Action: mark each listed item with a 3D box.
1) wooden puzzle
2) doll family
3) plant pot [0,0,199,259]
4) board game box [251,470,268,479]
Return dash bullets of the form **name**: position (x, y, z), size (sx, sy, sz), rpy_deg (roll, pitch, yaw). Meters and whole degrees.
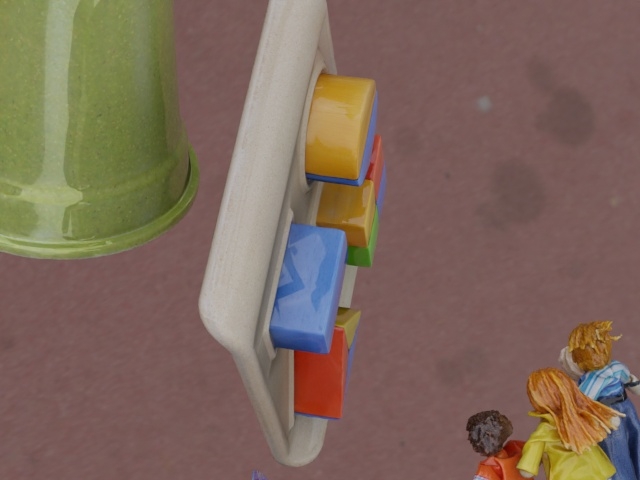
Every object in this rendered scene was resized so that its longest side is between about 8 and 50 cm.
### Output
- **wooden puzzle**: position (0.000, 0.000, 1.347), size (0.081, 0.348, 0.322), rpy_deg (6, 66, 14)
- **doll family**: position (0.227, 0.157, 1.307), size (0.263, 0.118, 0.163), rpy_deg (-26, 99, -51)
- **plant pot**: position (-0.232, -0.167, 1.390), size (0.276, 0.254, 0.276), rpy_deg (7, 37, -5)
- **board game box**: position (-0.036, 0.311, 1.548), size (0.168, 0.033, 0.133), rpy_deg (-85, 160, -53)
